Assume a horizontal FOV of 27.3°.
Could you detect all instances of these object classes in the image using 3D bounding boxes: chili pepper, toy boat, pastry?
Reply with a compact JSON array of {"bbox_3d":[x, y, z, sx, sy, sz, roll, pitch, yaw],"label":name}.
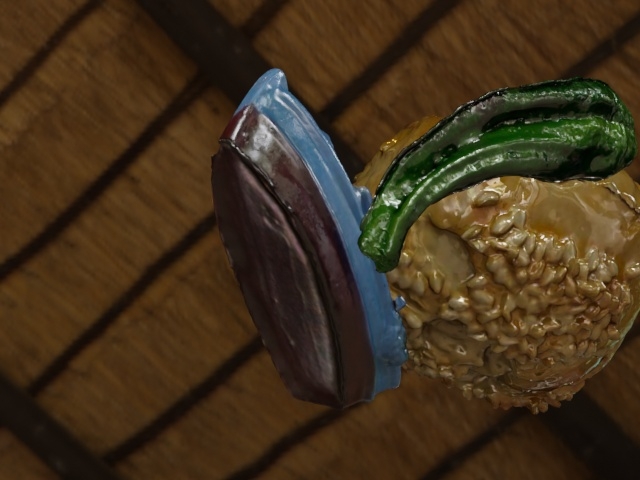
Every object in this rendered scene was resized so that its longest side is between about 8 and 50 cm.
[{"bbox_3d":[0.066,-0.028,0.432,0.118,0.035,0.055,-25,-41,-31],"label":"chili pepper"},{"bbox_3d":[0.000,0.000,0.806,0.100,0.097,0.223,5,-55,37],"label":"toy boat"},{"bbox_3d":[0.117,0.034,0.990,0.255,0.162,0.311,9,-18,6],"label":"pastry"}]
